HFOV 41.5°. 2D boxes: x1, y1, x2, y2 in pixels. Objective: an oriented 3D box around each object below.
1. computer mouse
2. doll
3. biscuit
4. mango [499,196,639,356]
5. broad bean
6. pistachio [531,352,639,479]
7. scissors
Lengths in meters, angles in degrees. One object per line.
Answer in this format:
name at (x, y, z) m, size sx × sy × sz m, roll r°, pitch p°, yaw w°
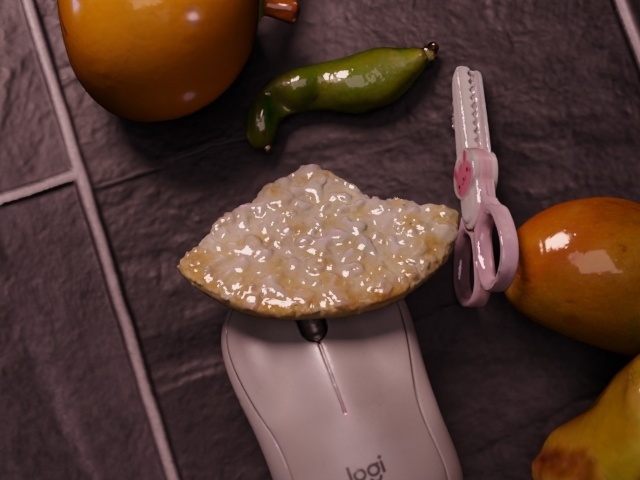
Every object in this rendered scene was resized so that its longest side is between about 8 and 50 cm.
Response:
computer mouse at (0.018, 0.157, 0.773) m, size 0.184 × 0.121 × 0.297 m, roll -16°, pitch 85°, yaw 0°
doll at (-0.121, -0.222, 0.781) m, size 0.236 × 0.213 × 0.213 m, roll -6°, pitch 84°, yaw -12°
biscuit at (0.000, 0.000, 0.786) m, size 0.265 × 0.040 × 0.188 m, roll -7°, pitch 44°, yaw -5°
mango at (0.291, 0.038, 0.783) m, size 0.253 × 0.113 × 0.138 m, roll 17°, pitch 89°, yaw -2°
broad bean at (0.021, -0.152, 0.840) m, size 0.214 × 0.048 × 0.070 m, roll -24°, pitch 83°, yaw -1°
pistachio at (0.276, 0.183, 0.756) m, size 0.189 × 0.110 × 0.100 m, roll -56°, pitch 45°, yaw 22°
scissors at (0.150, -0.060, 0.813) m, size 0.030 × 0.118 × 0.242 m, roll 4°, pitch 70°, yaw -12°
